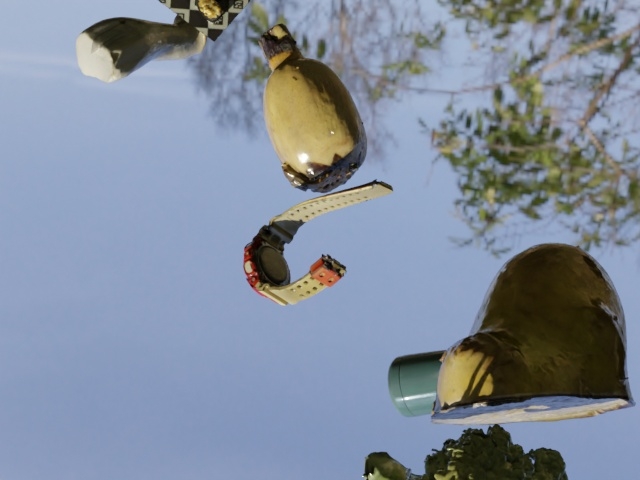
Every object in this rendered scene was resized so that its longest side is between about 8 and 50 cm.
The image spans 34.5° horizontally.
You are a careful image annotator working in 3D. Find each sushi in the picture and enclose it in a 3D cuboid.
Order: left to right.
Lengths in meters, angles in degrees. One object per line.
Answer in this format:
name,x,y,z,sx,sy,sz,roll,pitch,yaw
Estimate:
sushi,-0.152,-0.354,1.401,0.120,0.026,0.126,36,-105,4

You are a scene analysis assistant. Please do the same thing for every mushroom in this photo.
mushroom,-0.361,-0.407,2.162,0.159,0.122,0.329,48,-138,15

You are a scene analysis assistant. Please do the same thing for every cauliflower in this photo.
cauliflower,0.195,0.390,1.395,0.327,0.260,0.281,-24,176,-18

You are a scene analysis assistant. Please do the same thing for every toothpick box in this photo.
toothpick box,0.231,0.266,1.957,0.184,0.120,0.120,-13,-157,28

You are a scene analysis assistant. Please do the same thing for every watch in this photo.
watch,-0.006,0.007,1.661,0.268,0.102,0.164,-19,-129,37

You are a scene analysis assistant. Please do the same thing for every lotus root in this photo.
lotus root,-0.027,-0.237,1.831,0.183,0.183,0.309,-17,-103,-29

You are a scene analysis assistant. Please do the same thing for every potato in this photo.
potato,0.324,0.141,1.659,0.397,0.290,0.295,8,-112,-32
